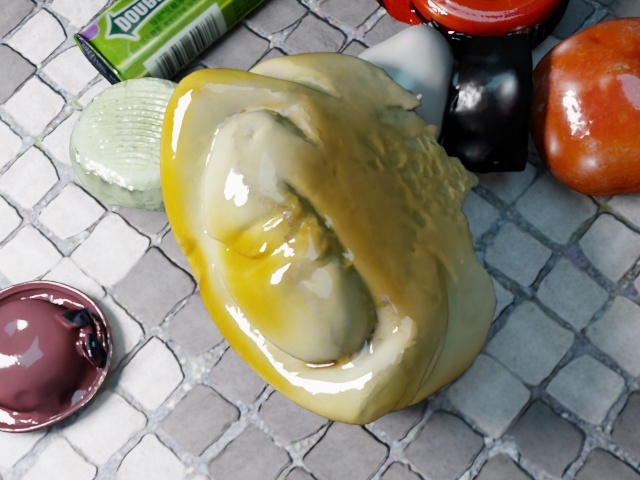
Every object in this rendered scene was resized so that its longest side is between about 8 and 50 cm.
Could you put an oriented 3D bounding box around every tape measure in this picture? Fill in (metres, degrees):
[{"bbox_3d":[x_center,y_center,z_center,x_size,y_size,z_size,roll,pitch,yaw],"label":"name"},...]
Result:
[{"bbox_3d":[0.215,-0.363,1.217,0.253,0.114,0.260,-38,73,-10],"label":"tape measure"}]

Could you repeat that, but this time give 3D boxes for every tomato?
[{"bbox_3d":[0.363,-0.169,1.083,0.232,0.188,0.232,-3,66,6],"label":"tomato"}]

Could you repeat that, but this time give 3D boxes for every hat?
[{"bbox_3d":[-0.364,0.137,1.086,0.205,0.089,0.205,-2,68,4],"label":"hat"}]

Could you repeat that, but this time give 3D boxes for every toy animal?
[{"bbox_3d":[0.145,-0.175,1.106,0.235,0.187,0.165,6,60,6],"label":"toy animal"}]

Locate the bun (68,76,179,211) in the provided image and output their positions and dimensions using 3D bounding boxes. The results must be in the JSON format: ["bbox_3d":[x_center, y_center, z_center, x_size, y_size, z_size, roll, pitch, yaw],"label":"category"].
[{"bbox_3d":[-0.228,-0.118,1.159,0.195,0.118,0.195,0,66,0],"label":"bun"}]

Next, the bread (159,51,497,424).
[{"bbox_3d":[0.011,-0.009,0.974,0.329,0.245,0.424,-29,83,15],"label":"bread"}]

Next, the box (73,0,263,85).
[{"bbox_3d":[-0.182,-0.349,1.257,0.345,0.097,0.134,-42,71,-11],"label":"box"}]
